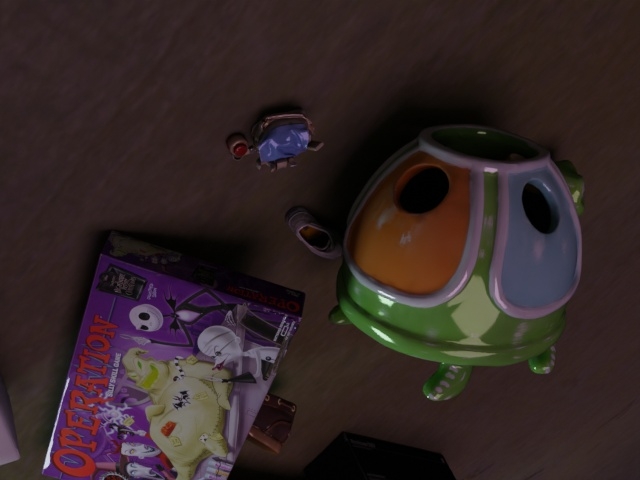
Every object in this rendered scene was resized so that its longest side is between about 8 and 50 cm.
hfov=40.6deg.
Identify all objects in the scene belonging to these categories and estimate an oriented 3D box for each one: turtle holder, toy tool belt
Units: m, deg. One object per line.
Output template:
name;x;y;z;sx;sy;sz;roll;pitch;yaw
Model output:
turtle holder;0.177;0.005;0.906;0.320;0.243;0.227;1;114;-19
toy tool belt;-0.043;-0.091;0.821;0.083;0.051;0.052;-20;138;-10

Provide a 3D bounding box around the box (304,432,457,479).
box;0.124;0.411;1.319;0.261;0.184;0.103;24;119;-43

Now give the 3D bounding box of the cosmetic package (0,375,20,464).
cosmetic package;-0.492;0.144;0.763;0.377;0.097;0.284;-15;135;-16

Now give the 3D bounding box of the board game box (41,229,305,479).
board game box;-0.169;0.163;0.942;0.208;0.056;0.347;20;125;-5

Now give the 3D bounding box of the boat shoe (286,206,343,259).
boat shoe;0.000;0.000;0.949;0.035;0.035;0.100;-37;138;8

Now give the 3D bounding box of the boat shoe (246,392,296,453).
boat shoe;-0.109;0.187;1.053;0.207;0.073;0.073;43;66;-39
